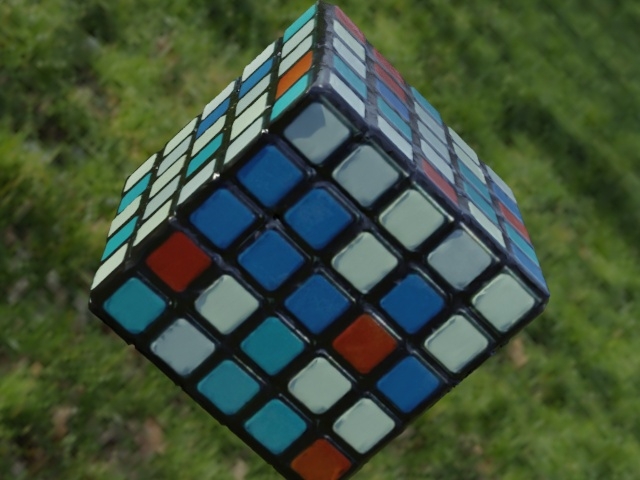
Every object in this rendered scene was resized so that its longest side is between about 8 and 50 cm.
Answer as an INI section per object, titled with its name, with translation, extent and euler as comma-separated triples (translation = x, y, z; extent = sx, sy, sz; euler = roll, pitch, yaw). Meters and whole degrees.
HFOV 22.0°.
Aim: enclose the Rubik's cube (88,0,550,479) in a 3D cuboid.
[Rubik's cube]
translation = 0.000, 0.000, 0.949
extent = 0.182, 0.184, 0.187
euler = 43, 18, -16
